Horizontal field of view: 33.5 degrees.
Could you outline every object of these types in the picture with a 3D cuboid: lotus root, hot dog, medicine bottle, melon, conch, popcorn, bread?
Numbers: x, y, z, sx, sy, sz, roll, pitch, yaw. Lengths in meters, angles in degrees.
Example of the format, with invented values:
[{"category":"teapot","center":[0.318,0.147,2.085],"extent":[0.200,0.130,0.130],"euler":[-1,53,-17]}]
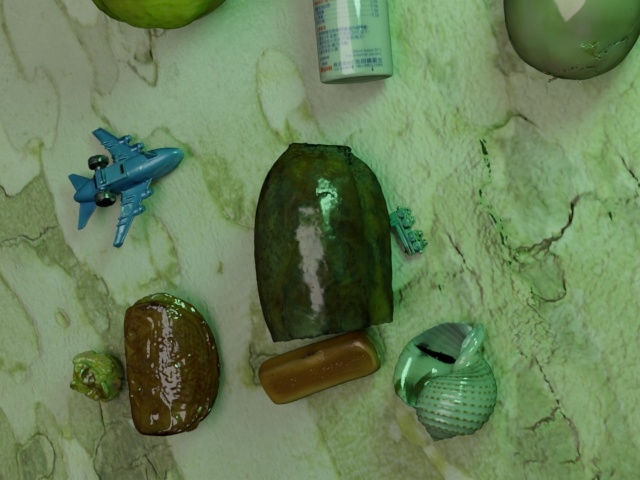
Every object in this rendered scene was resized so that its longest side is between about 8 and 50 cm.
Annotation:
[{"category":"lotus root","center":[0.000,0.000,1.833],"extent":[0.250,0.250,0.346],"euler":[-3,89,26]},{"category":"hot dog","center":[-0.299,0.237,2.058],"extent":[0.196,0.122,0.272],"euler":[-8,87,25]},{"category":"medicine bottle","center":[0.047,-0.445,1.817],"extent":[0.130,0.130,0.341],"euler":[-4,94,26]},{"category":"melon","center":[0.390,-0.394,1.600],"extent":[0.223,0.223,0.317],"euler":[12,97,25]},{"category":"conch","center":[0.225,0.243,1.795],"extent":[0.172,0.131,0.200],"euler":[15,60,44]},{"category":"popcorn","center":[-0.454,0.274,2.159],"extent":[0.097,0.089,0.109],"euler":[-36,75,13]},{"category":"bread","center":[0.003,0.227,1.931],"extent":[0.239,0.074,0.093],"euler":[-22,102,26]}]

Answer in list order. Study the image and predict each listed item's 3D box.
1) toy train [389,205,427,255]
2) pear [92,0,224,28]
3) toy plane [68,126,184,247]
[{"category":"toy train","center":[0.151,-0.016,1.863],"extent":[0.045,0.029,0.092],"euler":[-29,83,33]},{"category":"pear","center":[-0.278,-0.547,1.850],"extent":[0.390,0.391,0.391],"euler":[3,96,26]},{"category":"toy plane","center":[-0.385,-0.125,2.080],"extent":[0.271,0.105,0.254],"euler":[-25,69,30]}]
